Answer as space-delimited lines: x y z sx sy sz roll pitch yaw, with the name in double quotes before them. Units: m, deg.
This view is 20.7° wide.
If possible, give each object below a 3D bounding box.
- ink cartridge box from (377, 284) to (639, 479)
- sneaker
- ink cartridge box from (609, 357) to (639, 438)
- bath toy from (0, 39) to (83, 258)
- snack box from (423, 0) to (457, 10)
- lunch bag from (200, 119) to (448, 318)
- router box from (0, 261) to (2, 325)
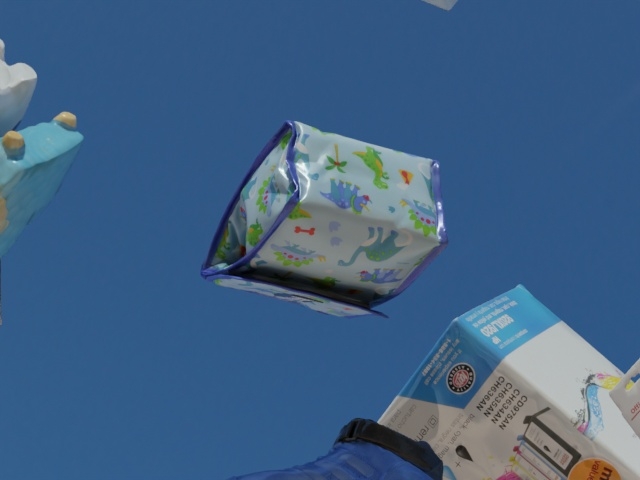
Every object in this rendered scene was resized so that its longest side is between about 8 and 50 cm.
"ink cartridge box" 0.180 0.185 1.451 0.232 0.168 0.171 41 -69 14
"sneaker" 0.002 0.149 1.074 0.152 0.085 0.058 2 -47 6
"ink cartridge box" 0.242 0.122 1.207 0.028 0.083 0.048 0 -44 -44
"bath toy" -0.338 -0.129 1.307 0.348 0.151 0.129 45 -56 20
"snack box" -0.006 -0.243 1.035 0.174 0.207 0.070 15 -53 -38
"lunch bag" 0.000 0.000 1.257 0.128 0.096 0.151 16 -39 -23
"router box" -0.287 0.025 1.393 0.038 0.122 0.092 0 -95 -25
